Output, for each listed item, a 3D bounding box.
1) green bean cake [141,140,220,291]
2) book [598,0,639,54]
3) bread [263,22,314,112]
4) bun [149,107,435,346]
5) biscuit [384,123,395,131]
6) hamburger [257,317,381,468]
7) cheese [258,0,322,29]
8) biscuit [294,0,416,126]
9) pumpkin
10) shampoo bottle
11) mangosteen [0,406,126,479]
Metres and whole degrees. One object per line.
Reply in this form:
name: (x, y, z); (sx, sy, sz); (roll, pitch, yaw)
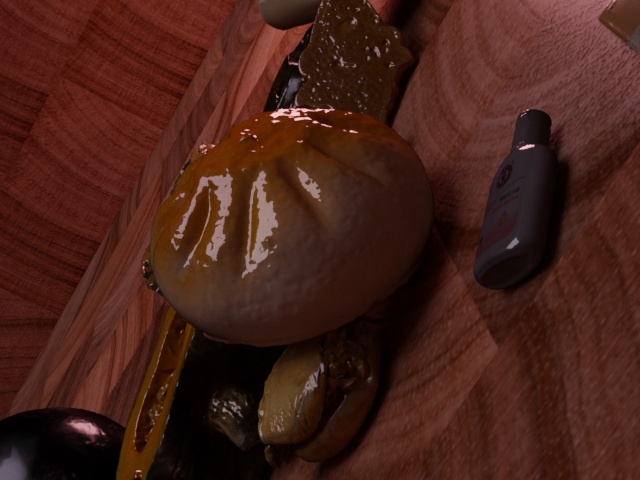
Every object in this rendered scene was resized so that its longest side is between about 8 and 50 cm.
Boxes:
green bean cake: (-0.190, -0.029, 2.049); (0.230, 0.131, 0.224); (-61, 13, 18)
book: (0.283, -0.205, 1.011); (0.118, 0.012, 0.172); (-57, 16, 17)
bread: (-0.005, -0.210, 1.781); (0.192, 0.109, 0.210); (-58, 15, 18)
bun: (-0.042, -0.037, 1.256); (0.298, 0.165, 0.299); (-17, 28, 10)
biscuit: (0.002, 0.001, 1.519); (0.277, 0.052, 0.262); (-32, 39, 61)
hamburger: (-0.001, 0.145, 1.222); (0.147, 0.083, 0.138); (-50, 15, 33)
cheese: (0.031, -0.403, 1.794); (0.233, 0.127, 0.266); (-15, 19, 42)
biscuit: (0.041, -0.230, 1.623); (0.035, 0.162, 0.250); (57, -156, -65)
pumpkin: (-0.115, 0.170, 1.397); (0.317, 0.139, 0.222); (-68, 19, -2)
shampoo bottle: (0.168, -0.040, 1.054); (0.080, 0.040, 0.165); (-45, 24, 53)
mangosteen: (-0.316, 0.358, 1.569); (0.297, 0.297, 0.313); (-67, -29, -14)
